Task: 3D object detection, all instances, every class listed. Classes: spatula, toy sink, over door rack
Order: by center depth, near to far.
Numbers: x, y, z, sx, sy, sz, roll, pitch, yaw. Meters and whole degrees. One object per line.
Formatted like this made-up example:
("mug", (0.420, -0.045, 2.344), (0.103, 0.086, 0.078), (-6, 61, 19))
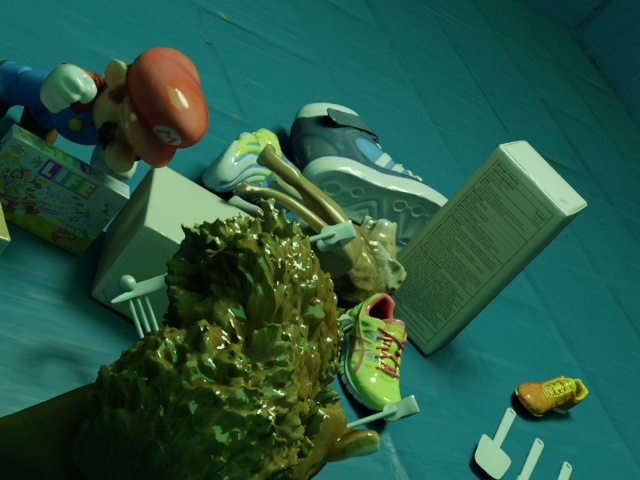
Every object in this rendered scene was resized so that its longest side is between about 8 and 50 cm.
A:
("over door rack", (-0.047, 0.114, 1.489), (0.324, 0.108, 0.239), (-14, 81, -34))
("toy sink", (-0.138, 0.043, 1.643), (0.234, 0.131, 0.152), (30, 27, -18))
("spatula", (0.300, 0.327, 1.999), (0.168, 0.019, 0.242), (44, 24, 3))

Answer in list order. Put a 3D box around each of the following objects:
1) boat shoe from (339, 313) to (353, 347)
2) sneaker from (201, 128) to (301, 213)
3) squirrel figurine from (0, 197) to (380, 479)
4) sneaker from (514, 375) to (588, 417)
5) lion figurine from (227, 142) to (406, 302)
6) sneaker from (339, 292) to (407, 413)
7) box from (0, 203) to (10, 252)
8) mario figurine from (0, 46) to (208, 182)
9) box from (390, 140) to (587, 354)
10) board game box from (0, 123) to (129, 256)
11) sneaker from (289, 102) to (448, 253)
("boat shoe", (0.001, 0.138, 1.807), (0.049, 0.056, 0.152), (53, 35, 9))
("sneaker", (-0.083, -0.093, 2.002), (0.126, 0.091, 0.240), (44, 23, 0))
("squirrel figurine", (-0.082, 0.171, 1.186), (0.281, 0.397, 0.370), (44, 35, 17))
("sneaker", (0.364, 0.239, 2.186), (0.175, 0.067, 0.064), (1, 50, -55))
("lion figurine", (0.000, 0.000, 1.843), (0.240, 0.142, 0.392), (40, 7, 5))
("sneaker", (0.078, 0.148, 1.852), (0.081, 0.094, 0.208), (29, 29, -33))
("box", (-0.416, -0.037, 1.386), (0.170, 0.091, 0.130), (22, 32, -41))
("mario figurine", (-0.267, -0.130, 1.583), (0.198, 0.321, 0.170), (-21, 110, -47))
("box", (0.230, 0.010, 2.047), (0.148, 0.311, 0.121), (49, 24, 11))
("board game box", (-0.310, -0.055, 1.566), (0.154, 0.103, 0.026), (29, 28, -28))
("sneaker", (0.093, -0.118, 2.265), (0.323, 0.130, 0.236), (24, 34, -27))
